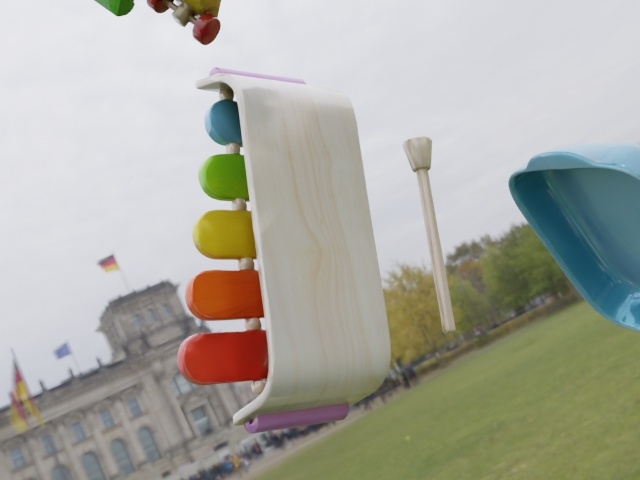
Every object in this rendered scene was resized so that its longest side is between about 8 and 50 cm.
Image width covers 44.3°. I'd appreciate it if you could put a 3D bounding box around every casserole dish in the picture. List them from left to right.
[{"bbox_3d":[0.202,-0.001,0.511,0.037,0.188,0.114,-52,27,-20],"label":"casserole dish"}]

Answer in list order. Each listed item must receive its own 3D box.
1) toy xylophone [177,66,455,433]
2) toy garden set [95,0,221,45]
[{"bbox_3d":[0.000,0.000,0.678,0.236,0.322,0.081,10,-19,-33],"label":"toy xylophone"},{"bbox_3d":[-0.142,-0.309,0.680,0.049,0.204,0.244,-36,-23,-49],"label":"toy garden set"}]
